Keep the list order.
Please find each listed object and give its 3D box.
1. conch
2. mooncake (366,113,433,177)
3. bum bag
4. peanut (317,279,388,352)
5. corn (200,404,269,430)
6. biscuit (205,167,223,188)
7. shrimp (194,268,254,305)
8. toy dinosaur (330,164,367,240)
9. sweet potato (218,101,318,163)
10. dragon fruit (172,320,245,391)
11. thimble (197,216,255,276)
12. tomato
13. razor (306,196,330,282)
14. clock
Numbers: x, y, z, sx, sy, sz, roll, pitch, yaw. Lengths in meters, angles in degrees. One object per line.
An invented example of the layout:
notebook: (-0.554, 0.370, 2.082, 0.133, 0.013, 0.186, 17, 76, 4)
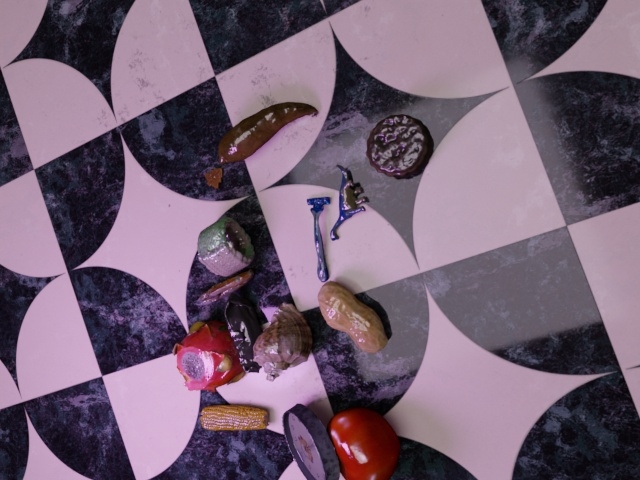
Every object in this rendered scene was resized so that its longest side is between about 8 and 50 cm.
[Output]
conch: (-0.137, 0.379, 1.803, 0.210, 0.159, 0.291, 12, 82, 2)
mooncake: (0.271, -0.329, 1.686, 0.229, 0.124, 0.228, 1, 94, 18)
bum bag: (-0.286, 0.357, 1.904, 0.080, 0.142, 0.326, -29, 79, 48)
peanut: (0.115, 0.279, 1.766, 0.313, 0.149, 0.149, 39, 103, 5)
corn: (-0.358, 0.712, 1.954, 0.311, 0.101, 0.101, -7, 91, 19)
biscuit: (-0.424, -0.257, 1.959, 0.082, 0.016, 0.092, 44, 103, 15)
shrimp: (-0.393, 0.193, 1.903, 0.317, 0.164, 0.062, -28, 85, 24)
toy dinosaur: (0.069, -0.141, 1.793, 0.188, 0.075, 0.247, -26, 91, 27)
sweet potato: (-0.216, -0.423, 1.836, 0.423, 0.130, 0.130, -29, 85, 7)
dragon fruit: (-0.446, 0.460, 1.919, 0.291, 0.189, 0.290, 1, 93, 17)
thimble: (-0.364, 0.027, 1.853, 0.150, 0.219, 0.218, -30, 84, 15)
tomato: (0.160, 0.730, 1.726, 0.227, 0.298, 0.298, -20, 87, -20)
razor: (-0.005, 0.001, 1.824, 0.093, 0.056, 0.323, -2, 94, 23)
clock: (-0.041, 0.755, 1.779, 0.313, 0.062, 0.312, 37, 137, 45)
